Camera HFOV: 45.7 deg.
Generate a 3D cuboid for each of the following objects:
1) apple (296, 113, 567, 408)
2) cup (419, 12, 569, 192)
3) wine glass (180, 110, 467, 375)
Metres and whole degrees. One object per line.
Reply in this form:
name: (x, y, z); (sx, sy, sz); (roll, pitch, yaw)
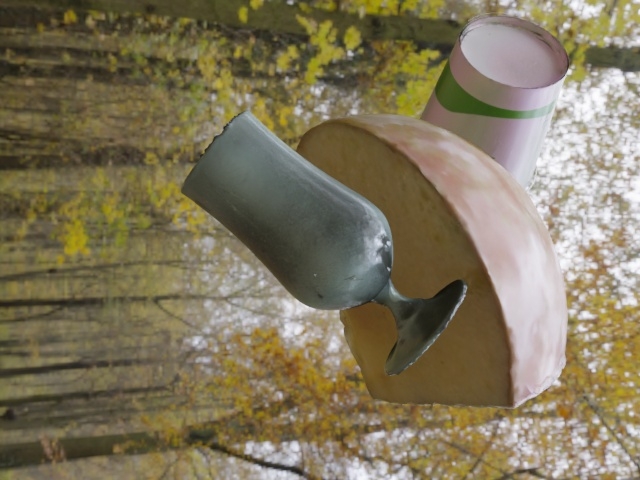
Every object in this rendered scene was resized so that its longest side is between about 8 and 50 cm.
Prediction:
apple: (0.110, 0.009, 0.801); (0.314, 0.252, 0.308); (-34, 107, -79)
cup: (0.299, -0.232, 1.346); (0.273, 0.253, 0.253); (99, -21, -53)
wine glass: (0.000, 0.000, 0.621); (0.103, 0.231, 0.103); (-50, -176, 4)
